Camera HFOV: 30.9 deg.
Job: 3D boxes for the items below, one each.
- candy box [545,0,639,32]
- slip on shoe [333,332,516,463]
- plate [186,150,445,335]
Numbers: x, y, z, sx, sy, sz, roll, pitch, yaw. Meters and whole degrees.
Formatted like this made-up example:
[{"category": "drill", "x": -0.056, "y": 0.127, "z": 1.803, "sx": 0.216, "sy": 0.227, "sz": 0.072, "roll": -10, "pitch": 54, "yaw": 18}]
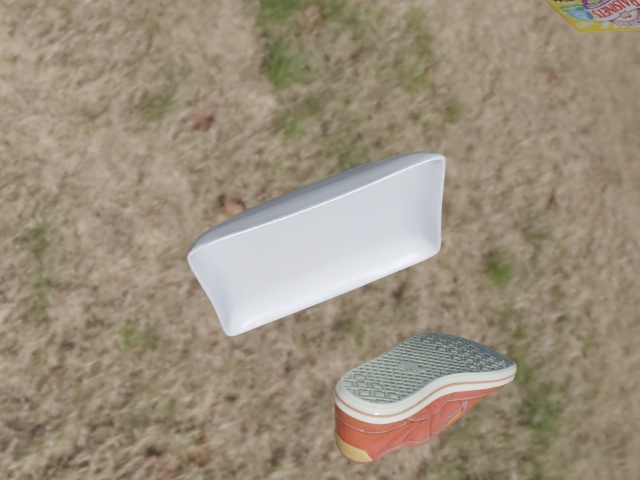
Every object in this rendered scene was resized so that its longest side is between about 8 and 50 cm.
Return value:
[{"category": "candy box", "x": 0.332, "y": -0.282, "z": 1.339, "sx": 0.105, "sy": 0.206, "sz": 0.027, "roll": 34, "pitch": 85, "yaw": -22}, {"category": "slip on shoe", "x": 0.128, "y": 0.190, "z": 1.429, "sx": 0.331, "sy": 0.123, "sz": 0.101, "roll": -14, "pitch": 124, "yaw": -50}, {"category": "plate", "x": 0.000, "y": 0.000, "z": 1.267, "sx": 0.278, "sy": 0.277, "sz": 0.045, "roll": 78, "pitch": -11, "yaw": -67}]
